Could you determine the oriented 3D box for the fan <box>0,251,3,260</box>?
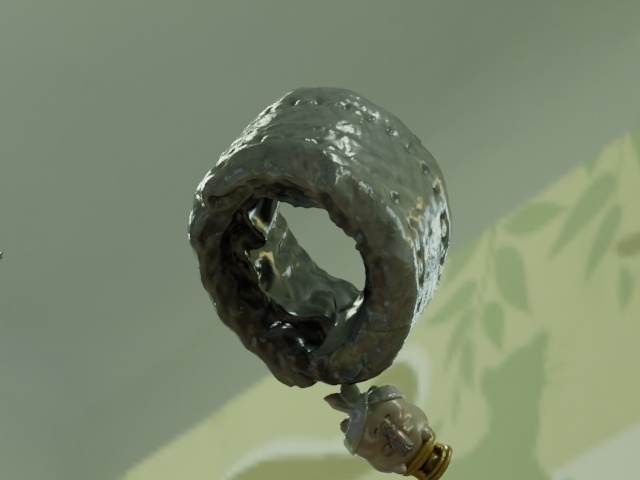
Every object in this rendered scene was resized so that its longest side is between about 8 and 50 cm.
[{"bbox_3d":[-0.231,0.127,1.040,0.190,0.329,0.009,-22,-52,41],"label":"fan"}]

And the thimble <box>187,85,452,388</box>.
[{"bbox_3d":[0.000,0.000,1.714,0.217,0.157,0.246,-5,-63,26],"label":"thimble"}]

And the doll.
[{"bbox_3d":[0.061,0.174,1.731,0.127,0.084,0.073,37,-89,-14],"label":"doll"}]
